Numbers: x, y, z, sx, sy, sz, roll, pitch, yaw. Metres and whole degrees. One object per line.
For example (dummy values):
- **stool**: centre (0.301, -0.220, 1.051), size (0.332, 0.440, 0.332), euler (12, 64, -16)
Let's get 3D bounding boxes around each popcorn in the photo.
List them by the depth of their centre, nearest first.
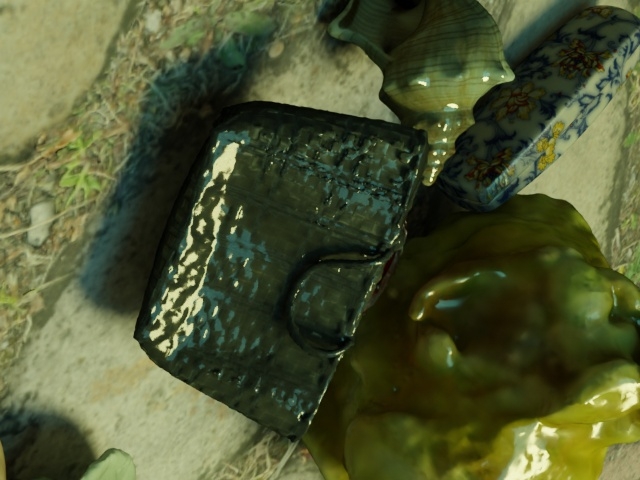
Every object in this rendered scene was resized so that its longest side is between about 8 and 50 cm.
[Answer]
- **popcorn**: centre (0.156, 0.139, 1.428), size (0.334, 0.292, 0.294), euler (-53, 157, 15)

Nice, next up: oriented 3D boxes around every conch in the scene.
- **conch**: centre (0.078, -0.161, 1.278), size (0.137, 0.233, 0.114), euler (-16, 162, -2)

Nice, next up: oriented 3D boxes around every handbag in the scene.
- **handbag**: centre (-0.035, 0.013, 1.219), size (0.088, 0.175, 0.270), euler (-91, -157, -75)

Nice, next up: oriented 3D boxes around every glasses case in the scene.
- **glasses case**: centre (0.207, -0.124, 1.463), size (0.248, 0.087, 0.065), euler (-44, 129, -15)

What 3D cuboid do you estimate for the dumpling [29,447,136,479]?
- **dumpling**: centre (-0.215, 0.243, 1.266), size (0.108, 0.152, 0.219), euler (22, 122, -10)

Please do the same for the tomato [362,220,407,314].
- **tomato**: centre (0.000, 0.000, 1.336), size (0.156, 0.069, 0.155), euler (-25, 129, -34)

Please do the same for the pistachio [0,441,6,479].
- **pistachio**: centre (-0.288, 0.142, 1.053), size (0.157, 0.157, 0.229), euler (-24, 121, -36)
